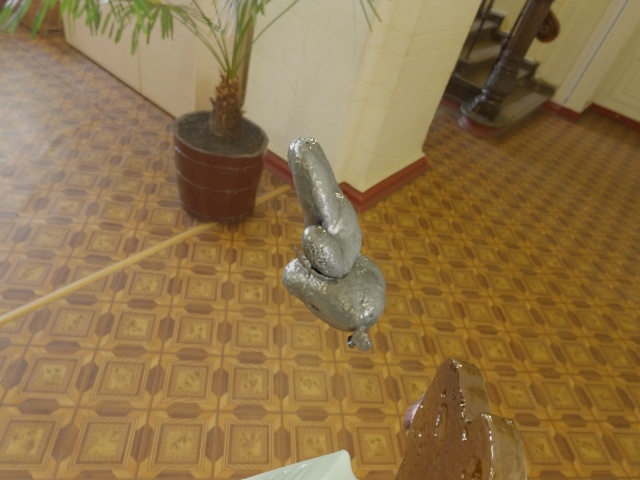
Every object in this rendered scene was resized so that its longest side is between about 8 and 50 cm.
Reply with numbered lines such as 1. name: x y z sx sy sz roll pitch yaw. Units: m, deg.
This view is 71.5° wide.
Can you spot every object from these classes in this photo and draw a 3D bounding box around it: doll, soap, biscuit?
1. doll: -0.006 0.005 0.729 0.158 0.340 0.245 -23 21 7
2. soap: -0.054 0.349 0.576 0.119 0.198 0.066 -13 74 -62
3. biscuit: 0.197 0.376 0.686 0.074 0.359 0.380 20 72 -5

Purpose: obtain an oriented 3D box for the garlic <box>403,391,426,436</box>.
1. garlic: 0.304 0.433 0.956 0.245 0.160 0.244 17 50 -22
